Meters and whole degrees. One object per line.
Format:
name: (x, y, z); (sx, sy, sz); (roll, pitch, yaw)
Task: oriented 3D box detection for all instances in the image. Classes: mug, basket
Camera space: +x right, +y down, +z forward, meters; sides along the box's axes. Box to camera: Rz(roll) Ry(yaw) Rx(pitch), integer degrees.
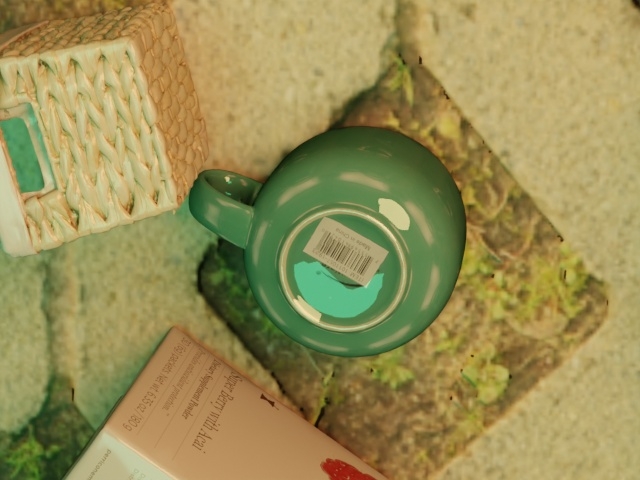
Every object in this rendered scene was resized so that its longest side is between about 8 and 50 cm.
mug: (0.007, 0.007, 0.970); (0.157, 0.097, 0.129); (-15, 104, 12)
basket: (-0.131, -0.071, 0.936); (0.103, 0.167, 0.113); (-13, 104, 6)

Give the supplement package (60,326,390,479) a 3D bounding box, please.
supplement package: (-0.036, 0.225, 0.999); (0.293, 0.177, 0.175); (36, 108, -3)
